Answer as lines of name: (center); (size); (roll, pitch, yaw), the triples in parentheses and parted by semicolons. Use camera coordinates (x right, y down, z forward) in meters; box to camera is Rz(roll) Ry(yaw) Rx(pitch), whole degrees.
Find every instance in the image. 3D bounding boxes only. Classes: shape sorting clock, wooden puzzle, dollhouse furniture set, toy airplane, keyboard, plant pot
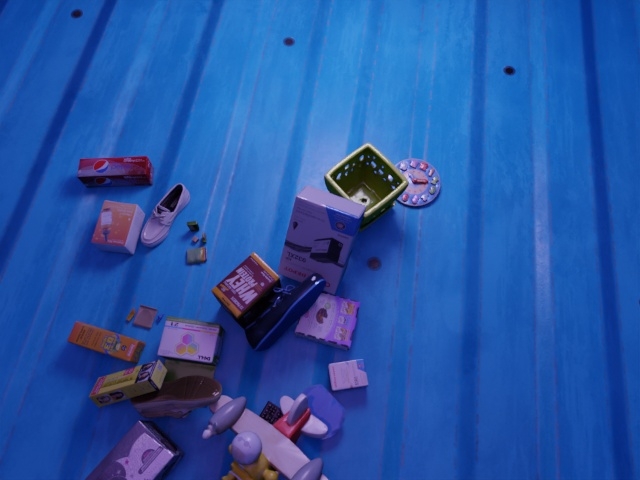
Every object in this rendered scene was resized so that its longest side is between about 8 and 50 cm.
shape sorting clock: (0.371, -0.232, 1.878); (0.205, 0.040, 0.207); (0, 68, -1)
wooden puzzle: (-0.618, 0.269, 1.674); (0.116, 0.014, 0.079); (20, 73, 7)
dollhouse furniture set: (-0.463, 0.008, 1.756); (0.076, 0.059, 0.152); (-6, 68, -3)
toy airplane: (-0.159, 0.607, 1.382); (0.385, 0.273, 0.385); (-15, 51, 9)
keyboard: (-0.198, 0.613, 1.538); (0.108, 0.023, 0.180); (29, 70, 10)
plant pot: (0.161, -0.181, 1.764); (0.227, 0.207, 0.228); (-38, 73, -15)

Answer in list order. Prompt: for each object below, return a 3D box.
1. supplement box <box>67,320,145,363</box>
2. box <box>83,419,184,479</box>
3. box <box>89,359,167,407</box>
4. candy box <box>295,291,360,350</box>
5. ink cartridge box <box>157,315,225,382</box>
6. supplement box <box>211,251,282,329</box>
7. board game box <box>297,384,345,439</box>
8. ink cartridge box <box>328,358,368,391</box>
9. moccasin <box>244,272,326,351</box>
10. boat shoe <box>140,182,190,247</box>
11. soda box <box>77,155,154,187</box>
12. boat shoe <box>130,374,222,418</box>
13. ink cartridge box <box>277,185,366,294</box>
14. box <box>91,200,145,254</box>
supplement box: (-0.722, 0.345, 1.606); (0.233, 0.080, 0.078); (16, 71, 3)
box: (-0.565, 0.697, 1.432); (0.163, 0.142, 0.247); (38, 73, 13)
box: (-0.614, 0.457, 1.519); (0.232, 0.058, 0.087); (-18, 29, 13)
candy box: (0.025, 0.274, 1.652); (0.196, 0.070, 0.165); (15, 69, 4)
ink cartridge box: (-0.441, 0.399, 1.579); (0.188, 0.097, 0.256); (8, 68, 1)
supplement box: (-0.244, 0.175, 1.619); (0.129, 0.194, 0.191); (43, 74, 14)
board game box: (-0.003, 0.563, 1.557); (0.133, 0.033, 0.168); (-44, 73, -10)
ink cartridge box: (0.091, 0.453, 1.591); (0.122, 0.052, 0.089); (-7, 68, -5)
moccasin: (-0.133, 0.221, 1.582); (0.342, 0.137, 0.117); (-44, 63, 3)
boat shoe: (-0.586, -0.099, 1.780); (0.096, 0.088, 0.268); (32, 71, 11)
soda box: (-0.791, -0.266, 1.842); (0.262, 0.092, 0.084); (-3, 67, -2)
boat shoe: (-0.449, 0.509, 1.514); (0.301, 0.098, 0.109); (-10, 27, 8)
ink cartridge box: (0.000, 0.000, 1.631); (0.222, 0.308, 0.129); (20, 27, 7)
box: (-0.745, -0.047, 1.755); (0.129, 0.091, 0.171); (6, 68, 1)
